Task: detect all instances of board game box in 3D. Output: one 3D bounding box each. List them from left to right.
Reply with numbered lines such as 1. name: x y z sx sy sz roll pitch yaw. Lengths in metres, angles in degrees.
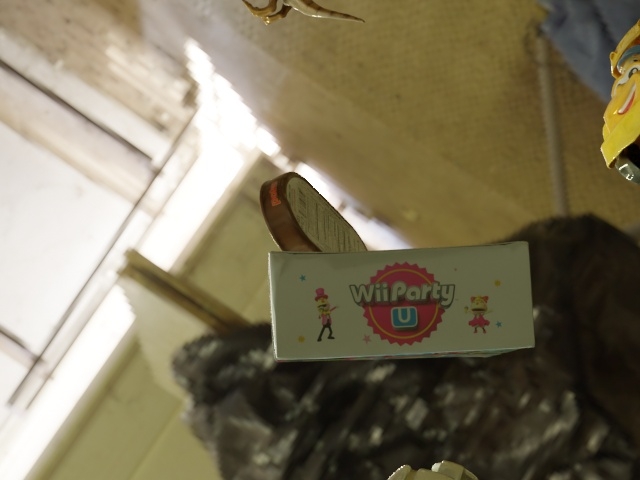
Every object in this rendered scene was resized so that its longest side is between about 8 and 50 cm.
1. board game box: 0.063 0.064 1.414 0.224 0.098 0.303 -2 174 -2

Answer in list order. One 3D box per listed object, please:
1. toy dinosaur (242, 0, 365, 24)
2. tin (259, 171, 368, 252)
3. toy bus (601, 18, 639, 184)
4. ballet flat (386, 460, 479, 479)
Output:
1. toy dinosaur: -0.036 -0.316 1.933 0.064 0.112 0.211 40 -163 -42
2. tin: 0.000 0.000 1.690 0.040 0.106 0.189 -24 133 25
3. toy bus: 0.392 -0.180 1.655 0.220 0.211 0.149 -1 147 -31
4. ballet flat: 0.109 0.335 1.732 0.164 0.182 0.483 29 -179 14
